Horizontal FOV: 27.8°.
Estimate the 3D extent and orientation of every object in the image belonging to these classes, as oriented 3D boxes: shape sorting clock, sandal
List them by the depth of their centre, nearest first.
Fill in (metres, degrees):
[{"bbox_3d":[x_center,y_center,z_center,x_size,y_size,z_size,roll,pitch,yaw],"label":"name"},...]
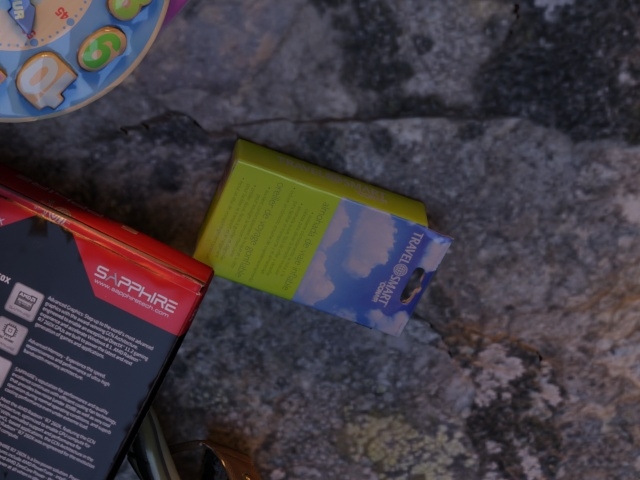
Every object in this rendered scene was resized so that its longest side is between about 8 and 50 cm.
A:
[{"bbox_3d":[-0.193,-0.173,0.808,0.206,0.040,0.206,-6,115,-12],"label":"shape sorting clock"},{"bbox_3d":[-0.083,0.231,1.126,0.086,0.120,0.303,-40,118,-11],"label":"sandal"}]

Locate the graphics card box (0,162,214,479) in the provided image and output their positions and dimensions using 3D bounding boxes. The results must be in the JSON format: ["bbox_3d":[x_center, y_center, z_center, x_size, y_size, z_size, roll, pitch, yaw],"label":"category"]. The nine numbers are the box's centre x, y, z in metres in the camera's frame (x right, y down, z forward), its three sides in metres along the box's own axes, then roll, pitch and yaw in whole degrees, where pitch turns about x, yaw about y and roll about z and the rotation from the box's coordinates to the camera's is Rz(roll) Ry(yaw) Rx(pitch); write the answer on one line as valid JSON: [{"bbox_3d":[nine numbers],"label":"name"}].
[{"bbox_3d":[-0.262,0.135,0.981,0.233,0.094,0.371,26,100,-3],"label":"graphics card box"}]

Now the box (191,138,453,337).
[{"bbox_3d":[0.000,0.000,1.008,0.178,0.042,0.109,19,120,-12],"label":"box"}]

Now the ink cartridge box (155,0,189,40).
[{"bbox_3d":[-0.220,-0.280,0.826,0.371,0.069,0.176,37,114,-18],"label":"ink cartridge box"}]
